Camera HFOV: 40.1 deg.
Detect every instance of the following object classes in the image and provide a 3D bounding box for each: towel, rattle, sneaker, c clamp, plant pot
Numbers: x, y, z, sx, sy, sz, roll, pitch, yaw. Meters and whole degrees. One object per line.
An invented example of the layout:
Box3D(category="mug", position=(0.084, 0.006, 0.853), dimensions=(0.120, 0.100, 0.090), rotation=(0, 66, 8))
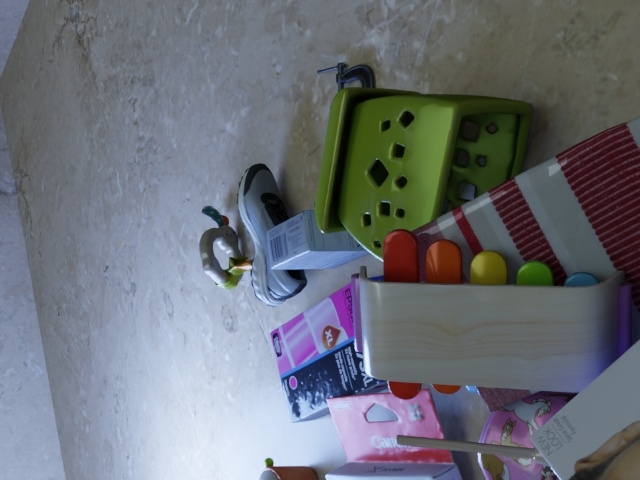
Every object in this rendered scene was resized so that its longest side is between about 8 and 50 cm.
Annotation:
Box3D(category="towel", position=(0.277, 0.030, 0.986), dimensions=(0.329, 0.037, 0.237), rotation=(-28, 94, 23))
Box3D(category="rattle", position=(-0.171, -0.010, 1.793), dimensions=(0.142, 0.130, 0.200), rotation=(-38, 33, 36))
Box3D(category="sneaker", position=(-0.081, -0.018, 1.651), dimensions=(0.108, 0.100, 0.272), rotation=(-22, 75, 38))
Box3D(category="c clamp", position=(0.049, -0.236, 1.517), dimensions=(0.137, 0.022, 0.161), rotation=(-13, 78, 49))
Box3D(category="plant pot", position=(0.128, -0.093, 1.176), dimensions=(0.207, 0.227, 0.228), rotation=(18, 107, 33))

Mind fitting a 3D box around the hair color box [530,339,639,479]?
Box3D(category="hair color box", position=(0.386, 0.155, 0.817), dimensions=(0.339, 0.110, 0.185), rotation=(-47, 37, 12))

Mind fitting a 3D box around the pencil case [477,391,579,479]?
Box3D(category="pencil case", position=(0.357, 0.282, 0.961), dimensions=(0.386, 0.160, 0.167), rotation=(18, 127, 53))

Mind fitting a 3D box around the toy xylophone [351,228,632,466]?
Box3D(category="toy xylophone", position=(0.177, 0.122, 0.979), dimensions=(0.322, 0.081, 0.236), rotation=(9, 106, 17))

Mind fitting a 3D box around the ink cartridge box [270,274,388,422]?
Box3D(category="ink cartridge box", position=(0.044, 0.182, 1.493), dimensions=(0.371, 0.069, 0.176), rotation=(-34, 63, 47))

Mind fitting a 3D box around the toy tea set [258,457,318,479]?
Box3D(category="toy tea set", position=(-0.027, 0.533, 1.539), dimensions=(0.336, 0.124, 0.200), rotation=(26, 112, 52))

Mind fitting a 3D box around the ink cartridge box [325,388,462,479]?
Box3D(category="ink cartridge box", position=(0.104, 0.359, 1.360), dimensions=(0.275, 0.060, 0.239), rotation=(-20, 91, 53))

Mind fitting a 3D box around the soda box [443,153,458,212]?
Box3D(category="soda box", position=(0.163, -0.116, 1.319), dimensions=(0.063, 0.058, 0.183), rotation=(27, 112, 52))

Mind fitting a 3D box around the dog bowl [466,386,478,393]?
Box3D(category="dog bowl", position=(0.190, 0.115, 1.182), dimensions=(0.297, 0.166, 0.074), rotation=(-4, 125, 56))

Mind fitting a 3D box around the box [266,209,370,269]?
Box3D(category="box", position=(0.000, 0.000, 1.484), dimensions=(0.126, 0.137, 0.072), rotation=(-25, 69, 52))
